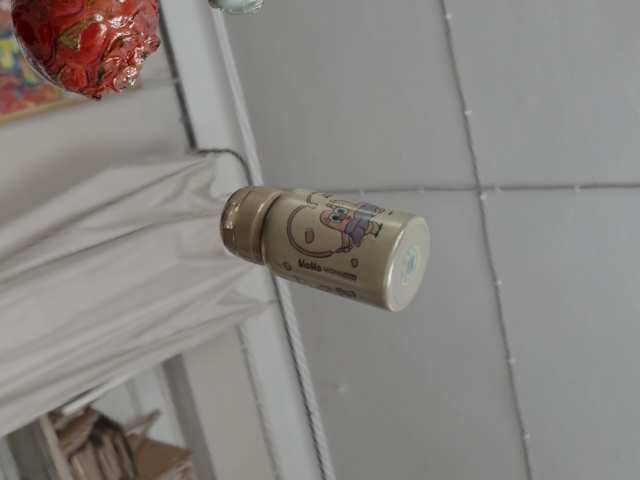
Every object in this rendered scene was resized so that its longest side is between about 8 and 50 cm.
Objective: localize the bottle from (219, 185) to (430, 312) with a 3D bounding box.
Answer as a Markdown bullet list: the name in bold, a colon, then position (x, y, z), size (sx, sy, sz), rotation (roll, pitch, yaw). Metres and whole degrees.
- **bottle**: position (0.000, 0.000, 0.928), size (0.209, 0.110, 0.097), rotation (16, -93, 28)

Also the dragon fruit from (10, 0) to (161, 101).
- **dragon fruit**: position (-0.356, -0.343, 1.403), size (0.241, 0.241, 0.252), rotation (8, -59, 50)

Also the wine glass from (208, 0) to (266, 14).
- **wine glass**: position (-0.167, -0.553, 1.746), size (0.156, 0.156, 0.232), rotation (55, -11, 16)
